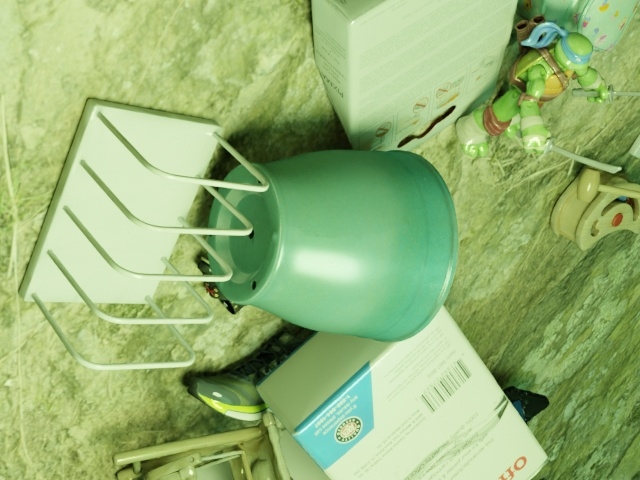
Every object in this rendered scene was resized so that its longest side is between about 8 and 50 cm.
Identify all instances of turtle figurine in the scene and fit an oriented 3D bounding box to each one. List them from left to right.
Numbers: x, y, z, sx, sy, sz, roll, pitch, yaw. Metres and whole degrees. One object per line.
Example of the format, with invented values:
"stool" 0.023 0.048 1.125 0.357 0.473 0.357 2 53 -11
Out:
"turtle figurine" 0.347 -0.180 1.497 0.274 0.266 0.198 30 67 -16

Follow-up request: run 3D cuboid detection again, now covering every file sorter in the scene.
"file sorter" -0.211 -0.001 1.239 0.192 0.173 0.278 4 118 -44

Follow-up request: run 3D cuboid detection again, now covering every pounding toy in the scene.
"pounding toy" 0.549 -0.046 1.899 0.269 0.155 0.154 8 112 -45

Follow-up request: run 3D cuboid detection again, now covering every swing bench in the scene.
"swing bench" -0.157 0.421 1.497 0.254 0.253 0.165 -12 160 -13

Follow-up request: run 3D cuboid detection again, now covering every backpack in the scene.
"backpack" 0.387 -0.375 1.495 0.188 0.144 0.166 8 121 -37

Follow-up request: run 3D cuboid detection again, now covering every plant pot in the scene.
"plant pot" 0.000 0.000 1.339 0.255 0.272 0.272 4 119 -37

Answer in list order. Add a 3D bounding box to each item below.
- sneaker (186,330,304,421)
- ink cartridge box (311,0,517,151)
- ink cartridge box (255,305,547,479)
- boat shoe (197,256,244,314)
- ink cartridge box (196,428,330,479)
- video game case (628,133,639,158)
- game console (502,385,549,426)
"sneaker" -0.081 0.207 1.602 0.299 0.111 0.121 -2 105 -42
"ink cartridge box" 0.137 -0.275 1.425 0.308 0.091 0.385 -34 156 -17
"ink cartridge box" 0.134 0.288 1.563 0.285 0.166 0.395 -41 121 -8
"boat shoe" -0.143 0.067 1.452 0.042 0.049 0.133 -50 146 -10
"ink cartridge box" -0.072 0.479 1.740 0.270 0.197 0.198 -18 133 -32
"video game case" 0.690 -0.223 1.986 0.143 0.019 0.157 12 113 -46
"game console" 0.339 0.449 2.047 0.293 0.173 0.250 -40 145 23
